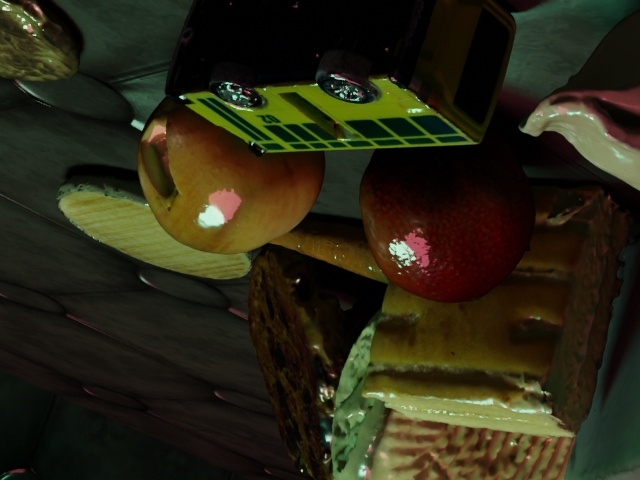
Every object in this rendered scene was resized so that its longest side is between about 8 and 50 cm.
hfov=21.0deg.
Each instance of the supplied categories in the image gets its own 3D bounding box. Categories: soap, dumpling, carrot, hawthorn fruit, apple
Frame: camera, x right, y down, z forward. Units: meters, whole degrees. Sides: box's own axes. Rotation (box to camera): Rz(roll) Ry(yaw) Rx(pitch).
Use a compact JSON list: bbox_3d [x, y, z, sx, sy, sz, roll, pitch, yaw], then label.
[{"bbox_3d":[0.335,0.105,1.578,0.107,0.285,0.296,21,164,-3],"label":"soap"},{"bbox_3d":[0.256,-0.100,1.251,0.258,0.147,0.193,-7,-174,-27],"label":"dumpling"},{"bbox_3d":[0.000,0.000,2.005,0.210,0.061,0.061,14,163,28],"label":"carrot"},{"bbox_3d":[0.115,-0.018,1.598,0.169,0.169,0.188,11,133,23],"label":"hawthorn fruit"},{"bbox_3d":[-0.086,-0.075,1.658,0.199,0.199,0.199,17,163,5],"label":"apple"}]

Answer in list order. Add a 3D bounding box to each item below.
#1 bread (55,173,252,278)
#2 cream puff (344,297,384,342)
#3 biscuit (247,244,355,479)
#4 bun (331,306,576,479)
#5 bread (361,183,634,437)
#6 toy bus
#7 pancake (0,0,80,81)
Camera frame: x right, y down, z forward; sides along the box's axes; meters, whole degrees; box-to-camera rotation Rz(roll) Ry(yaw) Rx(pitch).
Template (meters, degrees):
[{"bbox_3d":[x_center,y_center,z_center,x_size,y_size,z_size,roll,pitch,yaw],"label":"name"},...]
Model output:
[{"bbox_3d":[-0.206,-0.020,2.173,0.267,0.040,0.267,17,163,5],"label":"bread"},{"bbox_3d":[0.083,0.137,2.227,0.150,0.115,0.165,38,179,-17],"label":"cream puff"},{"bbox_3d":[-0.008,0.162,2.139,0.081,0.334,0.289,-14,171,-18],"label":"biscuit"},{"bbox_3d":[0.168,0.195,1.963,0.364,0.364,0.202,26,-174,-25],"label":"bun"},{"bbox_3d":[0.178,0.064,1.704,0.246,0.239,0.111,4,163,45],"label":"bread"},{"bbox_3d":[0.013,-0.146,1.385,0.262,0.128,0.150,0,156,44],"label":"toy bus"},{"bbox_3d":[-0.380,-0.231,1.702,0.288,0.033,0.286,8,159,31],"label":"pancake"}]
